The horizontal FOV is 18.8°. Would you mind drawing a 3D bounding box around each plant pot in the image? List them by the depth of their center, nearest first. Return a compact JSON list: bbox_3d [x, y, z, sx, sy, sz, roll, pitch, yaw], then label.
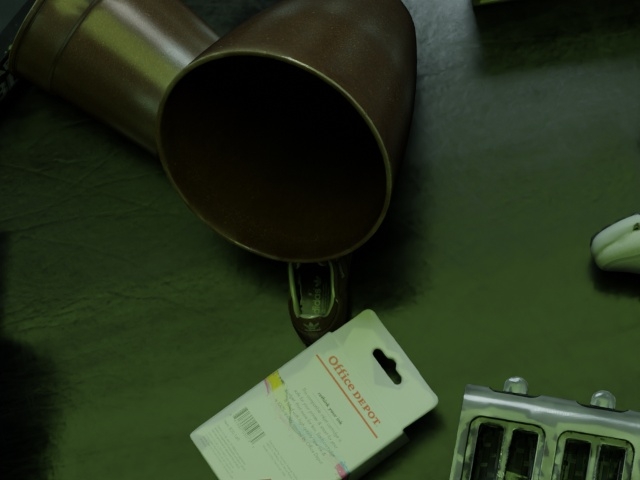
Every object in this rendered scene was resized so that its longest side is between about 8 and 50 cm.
[{"bbox_3d":[-0.001,-0.134,1.713,0.215,0.215,0.230,19,42,11],"label":"plant pot"},{"bbox_3d":[-0.173,-0.169,1.785,0.165,0.167,0.167,38,82,6],"label":"plant pot"}]

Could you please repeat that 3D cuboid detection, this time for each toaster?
[{"bbox_3d":[0.189,0.217,1.656,0.168,0.110,0.186,9,77,10],"label":"toaster"}]

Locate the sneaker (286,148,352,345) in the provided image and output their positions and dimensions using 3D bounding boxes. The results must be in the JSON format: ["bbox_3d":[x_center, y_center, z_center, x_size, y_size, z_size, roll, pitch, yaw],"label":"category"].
[{"bbox_3d":[0.000,0.000,1.756,0.066,0.071,0.188,-5,75,6],"label":"sneaker"}]

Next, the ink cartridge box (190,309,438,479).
[{"bbox_3d":[-0.001,0.164,1.715,0.198,0.067,0.115,-36,74,-2],"label":"ink cartridge box"}]

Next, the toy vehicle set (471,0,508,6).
[{"bbox_3d":[0.262,-0.278,1.751,0.266,0.166,0.035,-8,74,4],"label":"toy vehicle set"}]

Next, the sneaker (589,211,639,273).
[{"bbox_3d":[0.382,0.029,1.691,0.292,0.110,0.118,3,84,8],"label":"sneaker"}]

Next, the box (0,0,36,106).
[{"bbox_3d":[-0.355,-0.299,1.872,0.293,0.073,0.295,36,81,17],"label":"box"}]
